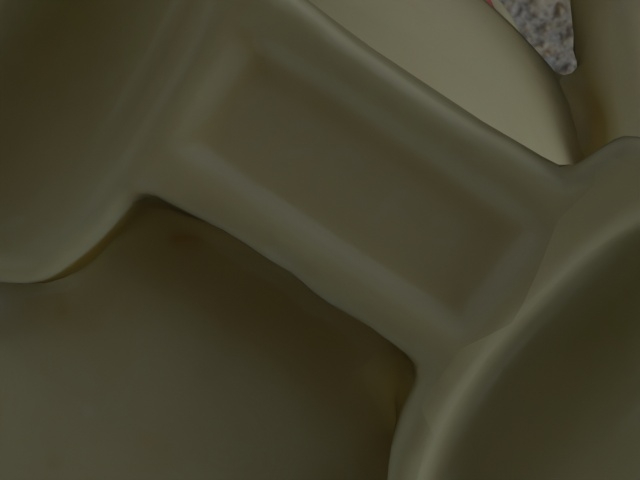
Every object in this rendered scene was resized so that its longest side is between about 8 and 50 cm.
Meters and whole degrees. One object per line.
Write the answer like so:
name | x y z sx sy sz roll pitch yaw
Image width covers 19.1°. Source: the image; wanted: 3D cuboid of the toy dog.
toy dog | 0.000 0.000 0.778 0.408 0.284 0.395 -68 -177 -72
